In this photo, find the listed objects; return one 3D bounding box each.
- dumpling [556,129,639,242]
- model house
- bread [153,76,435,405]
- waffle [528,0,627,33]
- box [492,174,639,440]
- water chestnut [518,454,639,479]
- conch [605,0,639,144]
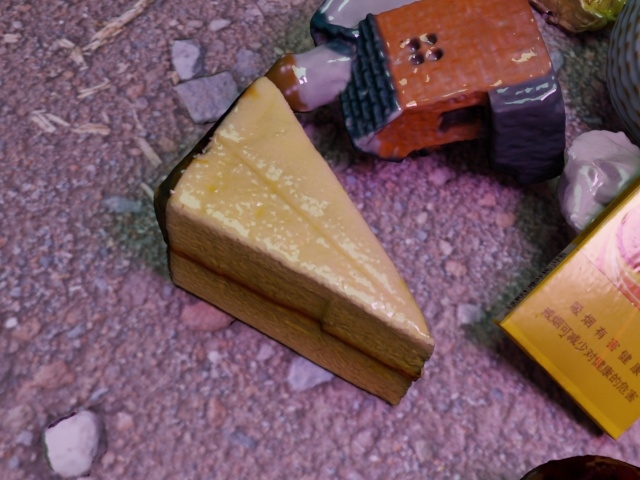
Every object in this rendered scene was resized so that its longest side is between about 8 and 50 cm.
[{"bbox_3d":[0.283,-0.027,0.805,0.127,0.108,0.187,19,74,-42],"label":"dumpling"},{"bbox_3d":[0.083,-0.172,0.874,0.301,0.190,0.271,-14,64,4],"label":"model house"},{"bbox_3d":[0.003,0.003,0.748,0.264,0.167,0.163,29,60,7],"label":"bread"},{"bbox_3d":[0.313,-0.382,1.064,0.284,0.065,0.309,9,55,-3],"label":"waffle"},{"bbox_3d":[0.304,0.032,0.739,0.152,0.043,0.269,44,92,-3],"label":"box"},{"bbox_3d":[0.191,0.257,0.577,0.224,0.238,0.223,6,48,-7],"label":"water chestnut"},{"bbox_3d":[0.428,-0.150,0.840,0.303,0.215,0.319,44,33,4],"label":"conch"}]
